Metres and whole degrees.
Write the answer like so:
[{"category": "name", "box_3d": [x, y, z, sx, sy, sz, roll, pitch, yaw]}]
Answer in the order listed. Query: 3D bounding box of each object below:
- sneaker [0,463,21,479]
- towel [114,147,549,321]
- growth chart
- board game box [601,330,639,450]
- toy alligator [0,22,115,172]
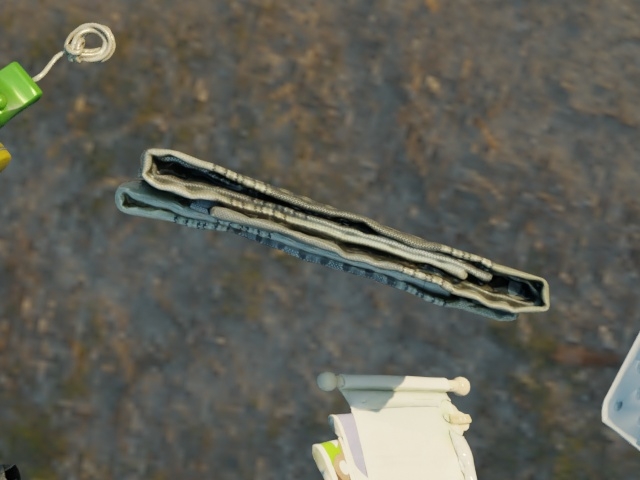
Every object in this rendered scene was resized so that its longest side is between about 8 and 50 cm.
[{"category": "sneaker", "box_3d": [-0.298, 0.215, 1.721, 0.089, 0.051, 0.170, -31, 61, -5]}, {"category": "towel", "box_3d": [0.000, 0.000, 1.513, 0.324, 0.312, 0.056, -167, 96, -86]}, {"category": "growth chart", "box_3d": [0.065, 0.201, 1.503, 0.021, 0.172, 0.237, -39, 50, 45]}, {"category": "board game box", "box_3d": [0.425, 0.052, 1.619, 0.390, 0.050, 0.390, -63, 26, 6]}, {"category": "toy alligator", "box_3d": [-0.190, -0.065, 1.075, 0.189, 0.051, 0.056, -38, 84, -9]}]
